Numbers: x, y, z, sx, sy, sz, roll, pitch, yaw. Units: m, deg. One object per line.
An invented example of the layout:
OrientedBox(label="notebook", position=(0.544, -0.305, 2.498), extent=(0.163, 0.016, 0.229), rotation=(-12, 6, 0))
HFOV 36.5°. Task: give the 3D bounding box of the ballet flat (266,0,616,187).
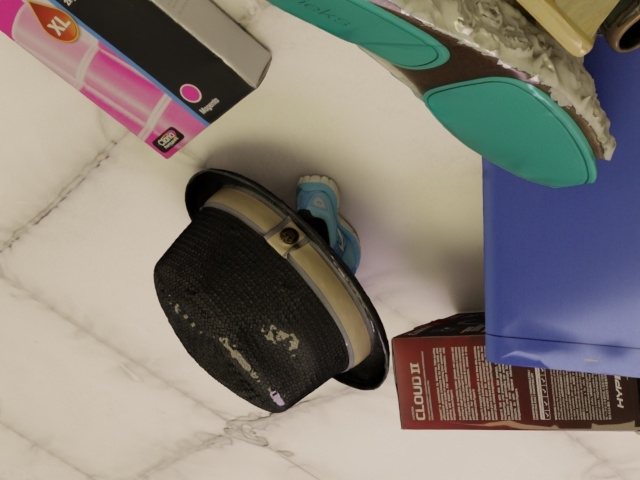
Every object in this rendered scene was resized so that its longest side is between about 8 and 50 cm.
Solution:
OrientedBox(label="ballet flat", position=(0.109, -0.172, 0.739), extent=(0.147, 0.147, 0.409), rotation=(-21, 145, 39))

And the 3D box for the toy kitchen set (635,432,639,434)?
OrientedBox(label="toy kitchen set", position=(0.456, 0.275, 1.213), extent=(0.122, 0.166, 0.207), rotation=(-24, 124, 41))

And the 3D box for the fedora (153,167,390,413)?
OrientedBox(label="fedora", position=(-0.081, 0.083, 1.134), extent=(0.334, 0.152, 0.334), rotation=(39, 154, 23))

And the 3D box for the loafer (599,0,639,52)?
OrientedBox(label="loafer", position=(0.327, -0.228, 0.732), extent=(0.096, 0.084, 0.267), rotation=(20, 148, -35))

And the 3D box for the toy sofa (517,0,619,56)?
OrientedBox(label="toy sofa", position=(0.261, -0.298, 0.616), extent=(0.150, 0.177, 0.362), rotation=(37, 139, -22))

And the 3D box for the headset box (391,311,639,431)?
OrientedBox(label="headset box", position=(0.231, 0.141, 1.106), extent=(0.293, 0.218, 0.110), rotation=(-6, 91, 27))

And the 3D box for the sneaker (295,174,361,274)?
OrientedBox(label="sneaker", position=(0.000, 0.000, 1.157), extent=(0.063, 0.073, 0.162), rotation=(-2, 136, 24))

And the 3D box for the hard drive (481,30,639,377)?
OrientedBox(label="hard drive", position=(0.256, -0.032, 0.900), extent=(0.210, 0.040, 0.319), rotation=(3, 106, 24))

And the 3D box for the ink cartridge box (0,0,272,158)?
OrientedBox(label="ink cartridge box", position=(-0.243, -0.247, 0.984), extent=(0.371, 0.069, 0.175), rotation=(40, 137, -20))
